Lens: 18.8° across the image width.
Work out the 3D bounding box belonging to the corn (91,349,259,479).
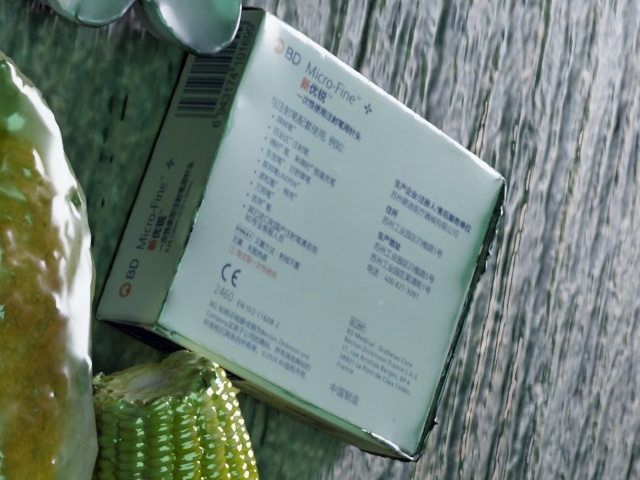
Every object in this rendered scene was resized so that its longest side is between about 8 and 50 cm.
[{"bbox_3d":[-0.062,0.130,0.884,0.085,0.063,0.165,-11,114,-6],"label":"corn"}]

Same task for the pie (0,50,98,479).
[{"bbox_3d":[-0.216,0.039,0.723,0.339,0.077,0.339,-5,98,-44],"label":"pie"}]

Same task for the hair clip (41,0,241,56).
[{"bbox_3d":[-0.045,-0.194,0.889,0.146,0.075,0.257,47,52,-20],"label":"hair clip"}]

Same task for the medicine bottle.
[{"bbox_3d":[0.000,0.000,0.956,0.201,0.052,0.171,30,72,-42],"label":"medicine bottle"}]
